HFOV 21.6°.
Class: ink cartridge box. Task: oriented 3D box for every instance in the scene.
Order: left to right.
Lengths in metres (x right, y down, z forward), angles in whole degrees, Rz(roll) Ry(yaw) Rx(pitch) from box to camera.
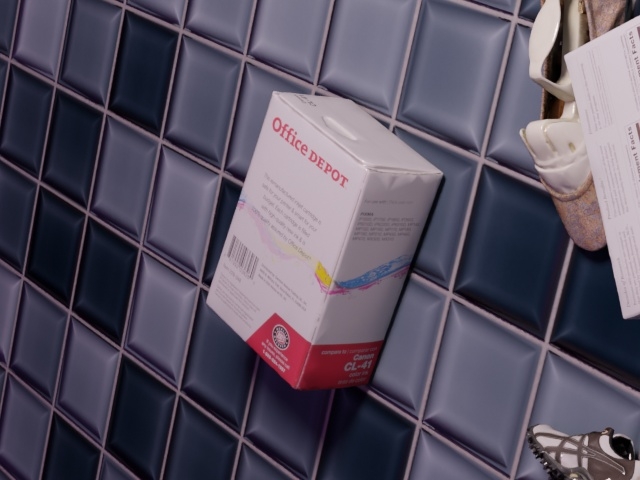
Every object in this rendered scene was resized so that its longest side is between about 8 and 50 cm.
[{"bbox_3d":[0.000,0.000,2.085,0.226,0.131,0.306,42,120,44],"label":"ink cartridge box"}]

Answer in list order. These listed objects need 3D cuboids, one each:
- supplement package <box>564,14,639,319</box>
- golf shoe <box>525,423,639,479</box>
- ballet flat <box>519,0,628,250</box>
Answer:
[{"bbox_3d":[0.370,-0.070,1.558,0.145,0.204,0.262,-25,70,48],"label":"supplement package"},{"bbox_3d":[0.286,0.235,1.774,0.077,0.094,0.198,56,177,-24],"label":"golf shoe"},{"bbox_3d":[0.261,-0.146,1.776,0.107,0.106,0.316,-1,89,52],"label":"ballet flat"}]
